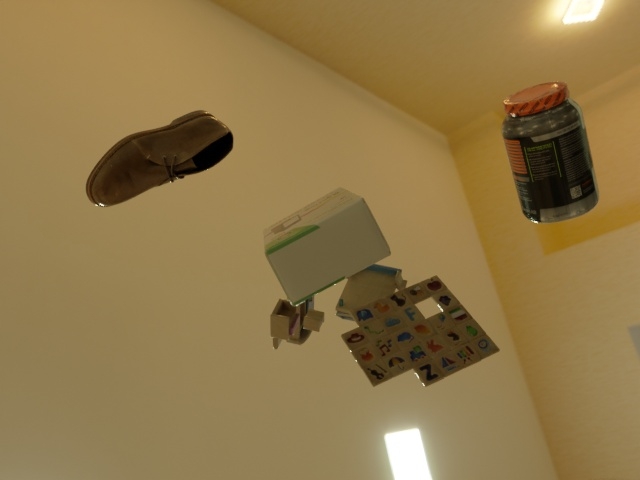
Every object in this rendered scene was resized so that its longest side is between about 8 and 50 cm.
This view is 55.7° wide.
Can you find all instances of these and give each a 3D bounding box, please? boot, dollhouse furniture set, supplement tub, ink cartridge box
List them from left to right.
[{"bbox_3d":[-0.307,-0.154,1.180,0.305,0.115,0.112,-36,-44,-21],"label":"boot"},{"bbox_3d":[0.000,0.000,0.903,0.093,0.154,0.212,62,180,-9],"label":"ink cartridge box"},{"bbox_3d":[0.059,0.210,1.579,0.286,0.303,0.198,-63,-21,-53],"label":"dollhouse furniture set"},{"bbox_3d":[0.343,-0.132,0.911,0.117,0.117,0.190,-51,-54,-53],"label":"supplement tub"}]

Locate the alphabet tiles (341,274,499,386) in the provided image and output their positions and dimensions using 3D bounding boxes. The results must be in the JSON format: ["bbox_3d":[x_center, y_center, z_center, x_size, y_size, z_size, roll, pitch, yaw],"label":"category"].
[{"bbox_3d":[0.168,0.171,1.094,0.237,0.009,0.198,-20,-131,-18],"label":"alphabet tiles"}]

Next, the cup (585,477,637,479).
[{"bbox_3d":[0.285,0.355,0.550,0.237,0.331,0.331,57,-148,-38],"label":"cup"}]
